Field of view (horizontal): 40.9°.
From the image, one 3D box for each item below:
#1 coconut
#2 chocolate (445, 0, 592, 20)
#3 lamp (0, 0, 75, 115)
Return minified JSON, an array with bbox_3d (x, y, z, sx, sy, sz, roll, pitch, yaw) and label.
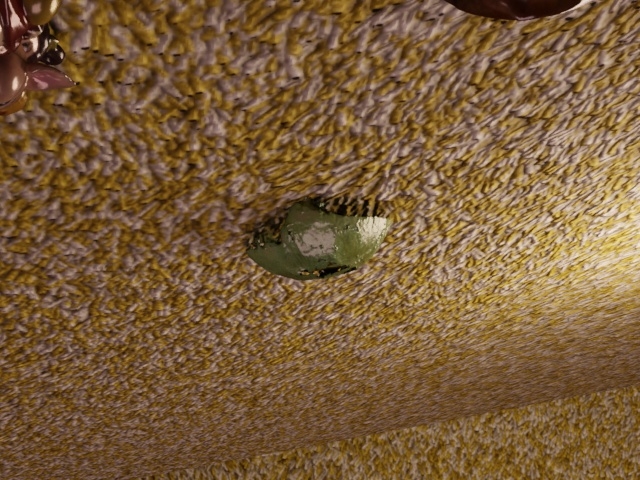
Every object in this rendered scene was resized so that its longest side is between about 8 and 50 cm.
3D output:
[{"bbox_3d":[0.000,0.005,0.889,0.158,0.055,0.133,-15,158,2],"label":"coconut"},{"bbox_3d":[0.108,-0.180,0.450,0.127,0.124,0.133,6,-177,-40],"label":"chocolate"},{"bbox_3d":[-0.181,-0.129,0.415,0.119,0.118,0.253,-10,156,-7],"label":"lamp"}]
